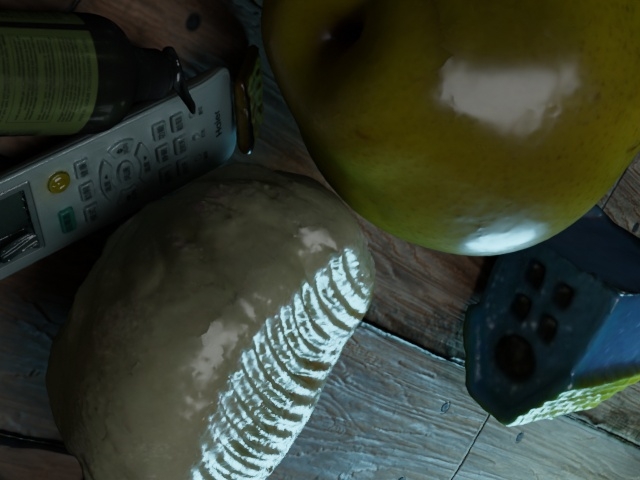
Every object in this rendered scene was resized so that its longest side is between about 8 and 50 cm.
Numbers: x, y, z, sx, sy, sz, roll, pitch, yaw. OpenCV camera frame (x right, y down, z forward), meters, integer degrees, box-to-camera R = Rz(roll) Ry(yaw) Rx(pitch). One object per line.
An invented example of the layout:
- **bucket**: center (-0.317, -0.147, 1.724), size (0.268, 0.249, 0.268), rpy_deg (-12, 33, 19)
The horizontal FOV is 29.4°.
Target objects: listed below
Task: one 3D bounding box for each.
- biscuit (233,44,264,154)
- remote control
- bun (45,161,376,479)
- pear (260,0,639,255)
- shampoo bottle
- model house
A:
- **biscuit**: center (-0.069, -0.137, 1.185), size (0.081, 0.018, 0.083), rpy_deg (-77, 168, -53)
- **remote control**: center (-0.199, -0.064, 1.102), size (0.293, 0.051, 0.103), rpy_deg (-32, 141, -27)
- **bun**: center (-0.115, 0.092, 1.164), size (0.365, 0.219, 0.365), rpy_deg (-45, 155, -28)
- **pear**: center (0.141, -0.167, 1.150), size (0.418, 0.362, 0.362), rpy_deg (5, 111, -50)
- **shampoo bottle**: center (-0.225, -0.135, 0.987), size (0.284, 0.101, 0.101), rpy_deg (-8, 120, -44)
- **model house**: center (0.341, 0.123, 1.678), size (0.237, 0.215, 0.303), rpy_deg (-2, 120, -47)
